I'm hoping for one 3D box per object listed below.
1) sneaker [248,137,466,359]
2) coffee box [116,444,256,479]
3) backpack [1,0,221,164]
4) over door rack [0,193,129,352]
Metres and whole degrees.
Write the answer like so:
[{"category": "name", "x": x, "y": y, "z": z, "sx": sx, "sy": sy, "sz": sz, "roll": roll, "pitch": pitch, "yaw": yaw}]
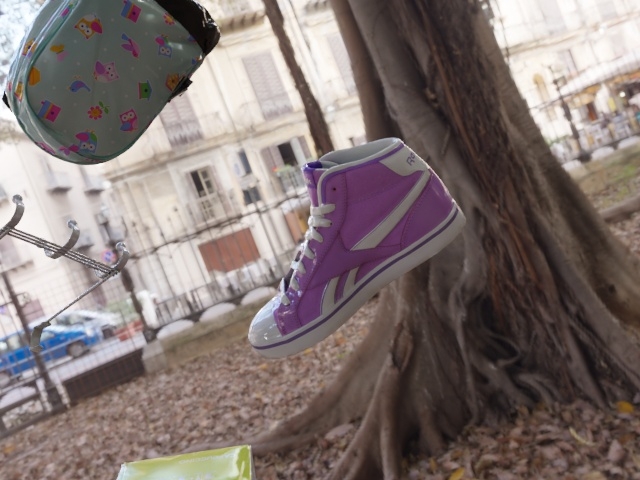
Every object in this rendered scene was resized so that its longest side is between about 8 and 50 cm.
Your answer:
[{"category": "sneaker", "x": 0.000, "y": -0.001, "z": 0.701, "sx": 0.282, "sy": 0.161, "sz": 0.102, "roll": -40, "pitch": 23, "yaw": 8}, {"category": "coffee box", "x": -0.306, "y": 0.727, "z": 1.502, "sx": 0.337, "sy": 0.335, "sz": 0.338, "roll": -7, "pitch": 10, "yaw": -5}, {"category": "backpack", "x": -0.186, "y": -0.153, "z": 0.542, "sx": 0.182, "sy": 0.152, "sz": 0.115, "roll": -55, "pitch": 28, "yaw": -7}, {"category": "over door rack", "x": -0.564, "y": 0.062, "z": 1.228, "sx": 0.324, "sy": 0.108, "sz": 0.239, "roll": -40, "pitch": -45, "yaw": 21}]
